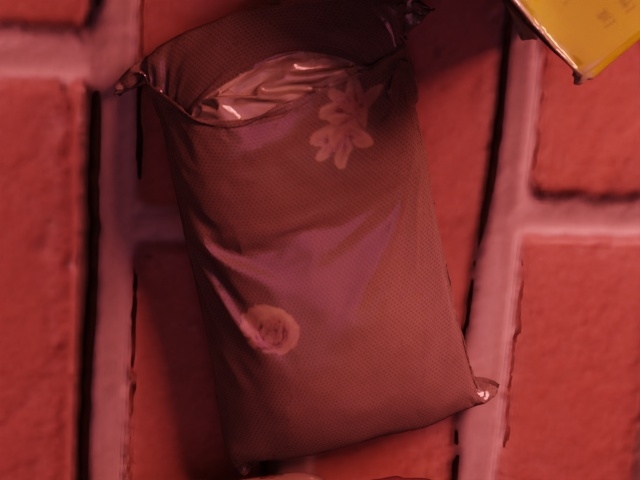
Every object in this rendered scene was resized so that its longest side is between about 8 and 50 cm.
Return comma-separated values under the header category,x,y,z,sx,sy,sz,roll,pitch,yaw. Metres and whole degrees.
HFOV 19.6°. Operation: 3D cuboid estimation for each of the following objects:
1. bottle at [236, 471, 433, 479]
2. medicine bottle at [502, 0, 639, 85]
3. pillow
category,x,y,z,sx,sy,sz,roll,pitch,yaw
bottle,-0.035,0.182,0.995,0.233,0.110,0.110,-9,110,-2
medicine bottle,0.164,-0.206,0.854,0.250,0.137,0.141,-39,108,9
pillow,0.000,0.000,0.959,0.169,0.059,0.255,-14,109,-2
